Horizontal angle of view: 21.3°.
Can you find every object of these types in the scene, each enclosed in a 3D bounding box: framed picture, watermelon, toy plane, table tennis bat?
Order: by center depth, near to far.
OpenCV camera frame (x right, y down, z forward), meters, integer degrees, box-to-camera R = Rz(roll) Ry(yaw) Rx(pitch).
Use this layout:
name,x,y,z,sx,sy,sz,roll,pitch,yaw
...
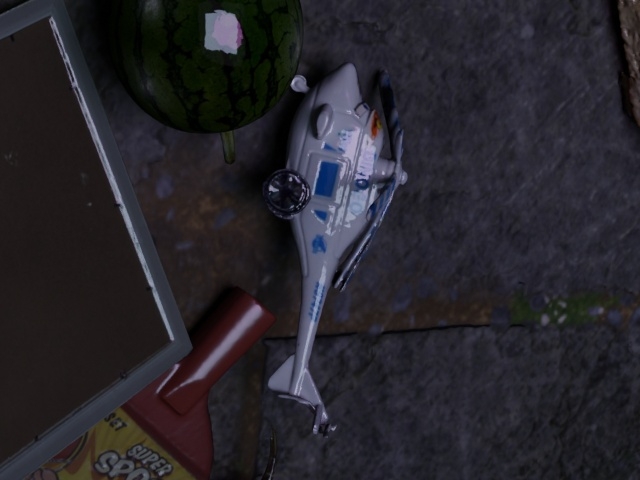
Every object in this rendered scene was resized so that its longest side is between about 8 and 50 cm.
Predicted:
name,x,y,z,sx,sy,sz,roll,pitch,yaw
framed picture,-0.213,0.002,1.168,0.232,0.019,0.296,-36,115,-43
watermelon,-0.076,-0.132,1.202,0.140,0.141,0.187,-28,122,-22
table tennis bat,-0.154,0.160,1.311,0.310,0.038,0.200,-47,125,-7
toy plane,0.000,0.001,1.318,0.107,0.182,0.273,14,110,1

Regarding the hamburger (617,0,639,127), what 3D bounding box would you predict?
name,x,y,z,sx,sy,sz,roll,pitch,yaw
hamburger,0.354,-0.229,1.443,0.245,0.155,0.282,-44,128,-22

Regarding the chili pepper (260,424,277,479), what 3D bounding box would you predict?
name,x,y,z,sx,sy,sz,roll,pitch,yaw
chili pepper,-0.058,0.236,1.366,0.086,0.084,0.192,-3,112,-49
